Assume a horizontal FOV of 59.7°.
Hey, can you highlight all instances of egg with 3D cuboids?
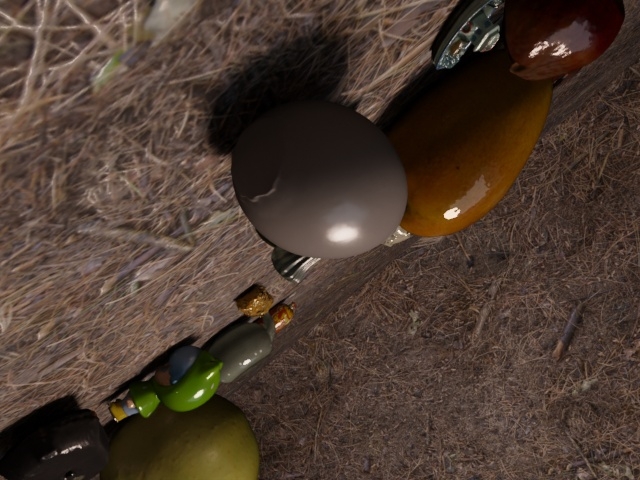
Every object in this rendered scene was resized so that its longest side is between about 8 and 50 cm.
[{"bbox_3d":[0.008,-0.064,0.646,0.176,0.176,0.232,-42,143,19],"label":"egg"}]

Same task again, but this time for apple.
[{"bbox_3d":[-0.402,0.665,1.659,0.474,0.473,0.473,-37,169,-9],"label":"apple"}]

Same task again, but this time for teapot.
[{"bbox_3d":[-0.232,0.306,1.560,0.294,0.129,0.193,-35,169,-7],"label":"teapot"}]

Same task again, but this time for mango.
[{"bbox_3d":[0.255,-0.176,0.963,0.378,0.221,0.264,-48,165,-3],"label":"mango"}]

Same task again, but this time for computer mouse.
[{"bbox_3d":[-0.517,0.414,1.099,0.183,0.116,0.323,-29,158,-28],"label":"computer mouse"}]

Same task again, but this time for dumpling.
[{"bbox_3d":[0.169,-0.042,1.422,0.188,0.127,0.108,-41,177,43],"label":"dumpling"}]

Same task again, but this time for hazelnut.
[{"bbox_3d":[0.316,-0.315,0.759,0.202,0.170,0.161,7,166,-39],"label":"hazelnut"}]

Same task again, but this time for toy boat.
[{"bbox_3d":[0.204,-0.279,0.750,0.059,0.066,0.140,-27,163,-33],"label":"toy boat"}]

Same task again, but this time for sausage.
[{"bbox_3d":[-0.183,0.280,1.747,0.264,0.083,0.083,-39,169,-8],"label":"sausage"}]

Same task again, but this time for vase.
[{"bbox_3d":[0.000,0.000,0.801,0.149,0.081,0.081,-35,170,12],"label":"vase"}]

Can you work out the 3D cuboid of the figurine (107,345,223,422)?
[{"bbox_3d":[-0.356,0.344,1.310,0.263,0.143,0.162,-25,170,-8],"label":"figurine"}]

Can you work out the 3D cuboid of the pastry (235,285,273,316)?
[{"bbox_3d":[-0.157,0.150,1.352,0.080,0.056,0.140,-45,163,-8],"label":"pastry"}]

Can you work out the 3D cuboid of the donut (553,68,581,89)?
[{"bbox_3d":[0.472,-0.368,1.173,0.230,0.096,0.216,-40,166,7],"label":"donut"}]

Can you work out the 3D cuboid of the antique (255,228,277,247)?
[{"bbox_3d":[-0.016,-0.080,0.819,0.221,0.080,0.081,-43,167,30],"label":"antique"}]
